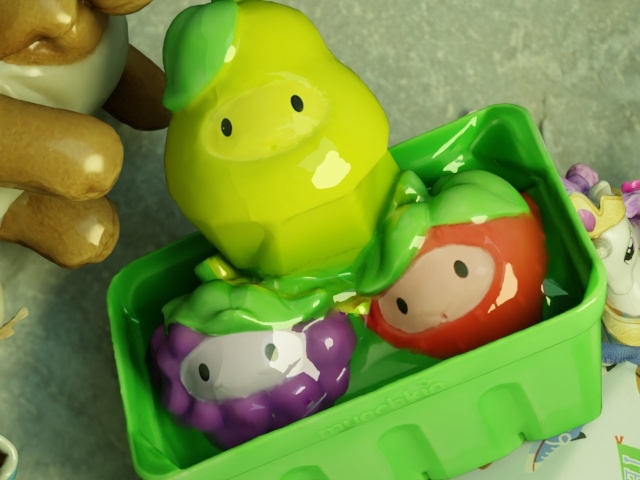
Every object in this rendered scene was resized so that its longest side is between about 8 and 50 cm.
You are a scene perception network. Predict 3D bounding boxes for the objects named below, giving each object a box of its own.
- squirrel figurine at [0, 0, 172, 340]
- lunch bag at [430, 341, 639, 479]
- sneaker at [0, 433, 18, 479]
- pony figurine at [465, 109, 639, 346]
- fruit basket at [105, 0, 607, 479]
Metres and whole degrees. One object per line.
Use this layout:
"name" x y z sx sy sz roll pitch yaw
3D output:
"squirrel figurine" -0.339 -0.084 1.473 0.397 0.281 0.370 28 74 1
"lunch bag" 0.192 0.315 1.571 0.328 0.239 0.385 -54 135 -30
"sneaker" -0.340 0.188 1.445 0.228 0.092 0.087 -16 83 -29
"pony figurine" 0.280 0.015 1.706 0.363 0.303 0.351 56 17 -31
"fruit basket" 0.003 0.006 1.419 0.392 0.392 0.283 13 35 -23
